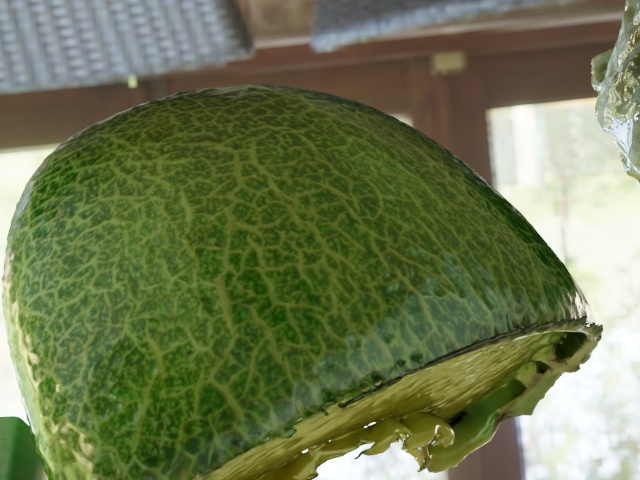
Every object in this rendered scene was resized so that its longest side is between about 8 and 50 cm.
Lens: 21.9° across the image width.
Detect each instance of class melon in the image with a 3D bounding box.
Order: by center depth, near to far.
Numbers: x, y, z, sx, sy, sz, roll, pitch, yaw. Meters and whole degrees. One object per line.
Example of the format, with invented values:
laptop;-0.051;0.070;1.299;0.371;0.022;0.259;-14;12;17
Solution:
melon;0.000;0.000;0.626;0.129;0.169;0.265;-42;160;31

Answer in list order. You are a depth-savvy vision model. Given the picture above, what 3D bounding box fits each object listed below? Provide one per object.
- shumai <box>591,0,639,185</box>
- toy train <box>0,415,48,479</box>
shumai;0.231;-0.111;0.993;0.184;0.184;0.142;-7;-176;-22
toy train;-0.175;0.189;0.510;0.202;0.120;0.301;-7;-142;2
